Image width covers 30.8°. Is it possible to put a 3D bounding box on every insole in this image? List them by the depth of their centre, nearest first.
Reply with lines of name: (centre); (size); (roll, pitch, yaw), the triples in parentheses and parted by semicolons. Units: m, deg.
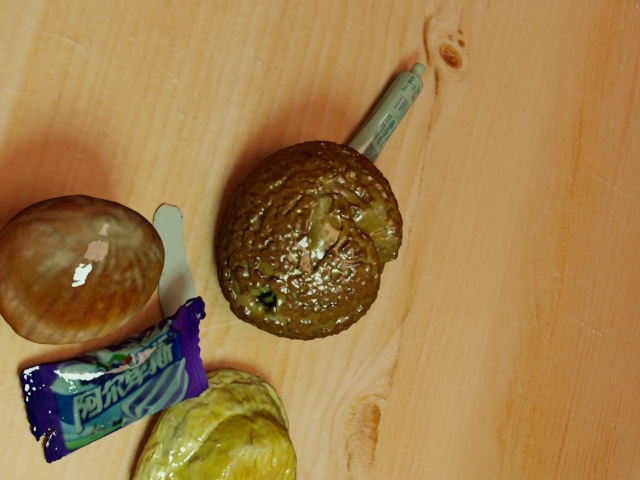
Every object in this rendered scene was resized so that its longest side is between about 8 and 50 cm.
insole: (-0.205, 0.044, 1.626); (0.065, 0.004, 0.197); (-23, 114, -43)

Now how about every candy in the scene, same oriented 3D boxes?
candy: (-0.260, 0.183, 1.539); (0.275, 0.070, 0.145); (-23, 115, -31)

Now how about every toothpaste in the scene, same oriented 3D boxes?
toothpaste: (0.099, -0.187, 1.887); (0.268, 0.047, 0.069); (-57, 152, -21)

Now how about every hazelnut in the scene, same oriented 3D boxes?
hazelnut: (-0.291, 0.028, 1.391); (0.214, 0.214, 0.176); (-11, 63, -46)

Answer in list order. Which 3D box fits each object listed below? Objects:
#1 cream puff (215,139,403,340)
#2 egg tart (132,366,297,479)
cream puff: (0.000, 0.000, 1.692); (0.303, 0.212, 0.303); (-3, 94, -48)
egg tart: (-0.129, 0.343, 1.674); (0.319, 0.128, 0.319); (-14, 109, -47)
